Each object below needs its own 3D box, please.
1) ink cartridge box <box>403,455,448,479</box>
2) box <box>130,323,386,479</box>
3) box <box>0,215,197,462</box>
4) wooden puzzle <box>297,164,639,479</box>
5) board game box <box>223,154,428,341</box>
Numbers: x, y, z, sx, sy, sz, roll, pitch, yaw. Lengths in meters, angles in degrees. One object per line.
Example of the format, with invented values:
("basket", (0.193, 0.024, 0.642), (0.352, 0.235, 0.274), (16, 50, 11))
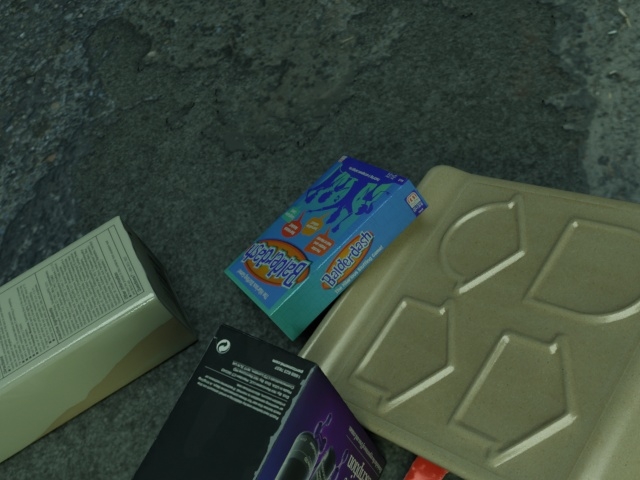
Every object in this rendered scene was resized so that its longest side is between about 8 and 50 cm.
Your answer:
("ink cartridge box", (0.211, 0.307, 0.622), (0.385, 0.091, 0.308), (26, 70, 29))
("box", (-0.046, 0.219, 0.660), (0.103, 0.261, 0.184), (19, 67, 28))
("box", (-0.324, 0.125, 0.902), (0.311, 0.121, 0.148), (-31, 54, -2))
("wooden puzzle", (0.190, 0.086, 0.757), (0.348, 0.080, 0.322), (20, 65, 39))
("board game box", (0.000, 0.000, 0.872), (0.210, 0.047, 0.160), (-45, 29, -8))
